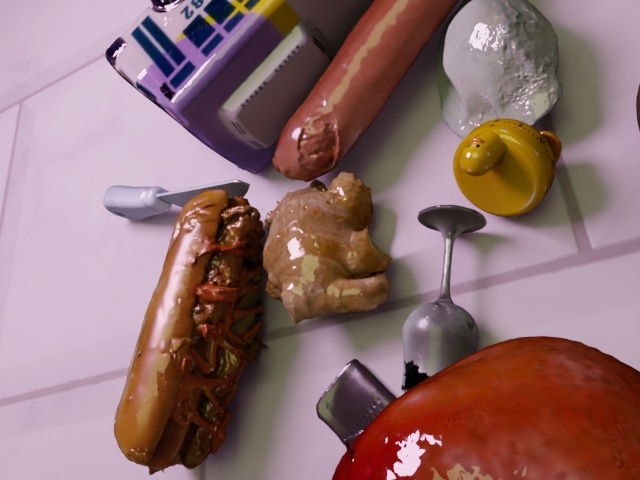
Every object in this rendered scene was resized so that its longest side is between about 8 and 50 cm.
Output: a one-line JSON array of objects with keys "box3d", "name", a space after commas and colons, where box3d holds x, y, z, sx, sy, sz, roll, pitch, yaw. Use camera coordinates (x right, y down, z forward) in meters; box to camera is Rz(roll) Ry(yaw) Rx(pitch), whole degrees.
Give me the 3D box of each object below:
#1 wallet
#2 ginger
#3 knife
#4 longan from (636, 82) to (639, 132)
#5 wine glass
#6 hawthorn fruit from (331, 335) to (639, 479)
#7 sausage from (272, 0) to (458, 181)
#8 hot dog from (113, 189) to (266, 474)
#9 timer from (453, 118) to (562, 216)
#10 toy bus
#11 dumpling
[{"box3d": [0.064, 0.206, 0.620, 0.082, 0.018, 0.156, -51, 56, 3], "name": "wallet"}, {"box3d": [0.000, 0.000, 0.690, 0.157, 0.102, 0.216, -21, 50, 17], "name": "ginger"}, {"box3d": [-0.206, -0.059, 0.835, 0.331, 0.080, 0.044, 0, 67, 39], "name": "knife"}, {"box3d": [0.377, -0.128, 0.479, 0.197, 0.198, 0.213, 11, 76, 33], "name": "longan"}, {"box3d": [0.130, 0.066, 0.603, 0.079, 0.079, 0.196, -2, 68, 29], "name": "wine glass"}, {"box3d": [0.147, 0.223, 0.403, 0.311, 0.295, 0.295, -29, 54, -14], "name": "hawthorn fruit"}, {"box3d": [0.083, -0.245, 0.701, 0.094, 0.094, 0.419, 39, 96, 29], "name": "sausage"}, {"box3d": [-0.136, 0.107, 0.698, 0.117, 0.158, 0.349, 7, 69, 18], "name": "hot dog"}, {"box3d": [0.189, -0.073, 0.604, 0.107, 0.107, 0.109, 20, 46, 34], "name": "timer"}, {"box3d": [-0.054, -0.312, 0.788, 0.440, 0.209, 0.249, -45, 56, 5], "name": "toy bus"}, {"box3d": [0.194, -0.215, 0.665, 0.152, 0.108, 0.219, -26, 55, 18], "name": "dumpling"}]
